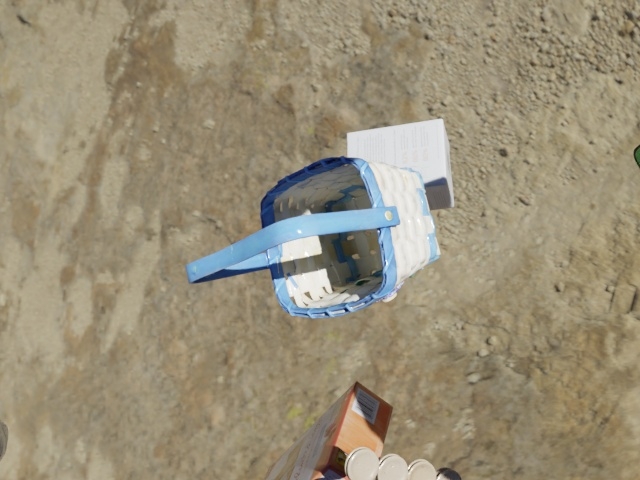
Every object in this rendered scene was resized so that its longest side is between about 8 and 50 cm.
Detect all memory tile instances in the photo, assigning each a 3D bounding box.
[{"bbox_3d":[0.077,0.279,0.755,0.012,0.148,0.113,1,72,65],"label":"memory tile"}]

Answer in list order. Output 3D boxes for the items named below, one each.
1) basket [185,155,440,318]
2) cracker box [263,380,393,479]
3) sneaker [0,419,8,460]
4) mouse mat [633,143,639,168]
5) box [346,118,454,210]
[{"bbox_3d":[0.000,0.000,0.946,0.254,0.288,0.201,-19,79,51],"label":"basket"},{"bbox_3d":[-0.010,0.309,0.940,0.067,0.156,0.232,36,121,-4],"label":"cracker box"},{"bbox_3d":[-0.226,0.070,0.383,0.152,0.061,0.053,45,76,0],"label":"sneaker"},{"bbox_3d":[0.425,-0.070,0.817,0.007,0.190,0.153,-22,76,-5],"label":"mouse mat"},{"bbox_3d":[0.136,-0.121,1.256,0.170,0.091,0.130,-6,65,17],"label":"box"}]
